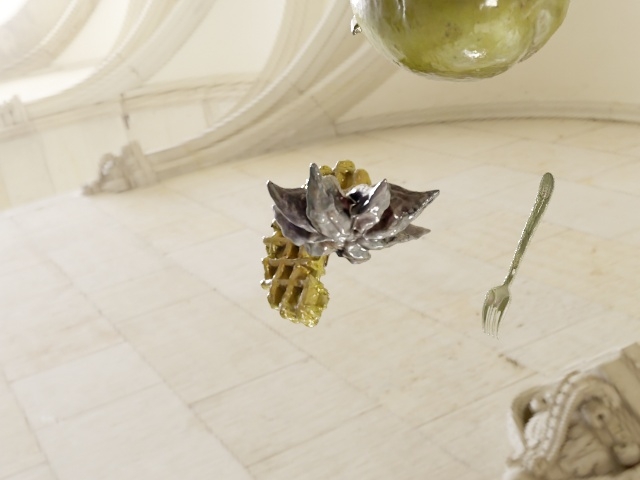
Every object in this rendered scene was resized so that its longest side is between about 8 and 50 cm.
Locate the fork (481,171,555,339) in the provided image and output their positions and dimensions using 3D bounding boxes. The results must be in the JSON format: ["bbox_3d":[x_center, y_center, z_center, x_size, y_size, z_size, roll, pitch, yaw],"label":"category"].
[{"bbox_3d":[0.248,0.019,1.139,0.034,0.028,0.219,27,-81,45],"label":"fork"}]

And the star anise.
[{"bbox_3d":[0.034,-0.021,0.924,0.204,0.180,0.061,107,-18,-69],"label":"star anise"}]

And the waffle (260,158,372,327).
[{"bbox_3d":[0.002,0.002,1.063,0.194,0.051,0.149,-51,-133,9],"label":"waffle"}]

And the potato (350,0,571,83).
[{"bbox_3d":[0.118,-0.221,0.817,0.228,0.197,0.149,26,-59,51],"label":"potato"}]
